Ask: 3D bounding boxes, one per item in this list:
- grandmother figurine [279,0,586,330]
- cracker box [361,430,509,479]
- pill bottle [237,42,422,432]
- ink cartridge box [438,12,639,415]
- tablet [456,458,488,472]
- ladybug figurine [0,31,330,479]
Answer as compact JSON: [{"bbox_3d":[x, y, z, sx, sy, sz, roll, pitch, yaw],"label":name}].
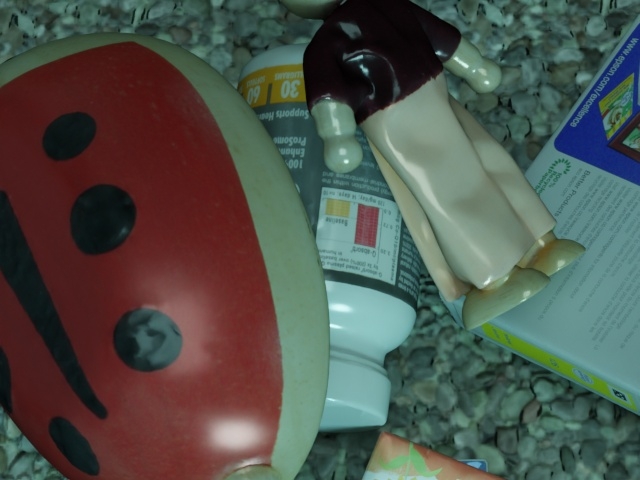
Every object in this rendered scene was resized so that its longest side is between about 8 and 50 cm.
[{"bbox_3d":[0.054,-0.104,1.360,0.104,0.208,0.342,-31,92,32],"label":"grandmother figurine"},{"bbox_3d":[0.075,0.281,1.405,0.156,0.067,0.232,22,77,7],"label":"cracker box"},{"bbox_3d":[0.000,0.000,1.449,0.162,0.162,0.278,6,73,3],"label":"pill bottle"},{"bbox_3d":[0.297,-0.007,1.435,0.307,0.072,0.303,28,73,34],"label":"ink cartridge box"},{"bbox_3d":[0.106,0.213,1.461,0.054,0.006,0.083,-1,74,0],"label":"tablet"},{"bbox_3d":[-0.156,0.022,1.361,0.305,0.162,0.449,-56,50,23],"label":"ladybug figurine"}]
